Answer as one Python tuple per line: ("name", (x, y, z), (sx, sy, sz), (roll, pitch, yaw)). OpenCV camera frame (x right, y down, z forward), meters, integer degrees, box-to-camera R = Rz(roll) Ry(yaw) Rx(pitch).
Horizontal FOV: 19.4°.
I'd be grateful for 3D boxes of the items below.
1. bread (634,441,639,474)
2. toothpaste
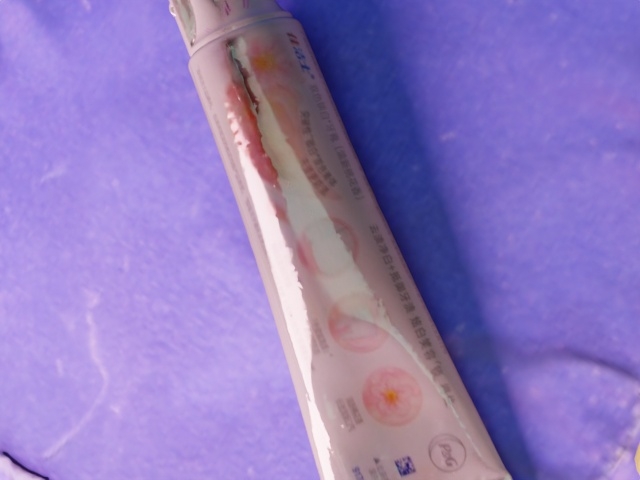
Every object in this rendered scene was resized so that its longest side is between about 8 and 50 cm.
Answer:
("bread", (0.283, 0.023, 0.811), (0.236, 0.198, 0.263), (17, 90, 15))
("toothpaste", (0.000, 0.000, 0.986), (0.100, 0.066, 0.323), (-22, 83, 14))
